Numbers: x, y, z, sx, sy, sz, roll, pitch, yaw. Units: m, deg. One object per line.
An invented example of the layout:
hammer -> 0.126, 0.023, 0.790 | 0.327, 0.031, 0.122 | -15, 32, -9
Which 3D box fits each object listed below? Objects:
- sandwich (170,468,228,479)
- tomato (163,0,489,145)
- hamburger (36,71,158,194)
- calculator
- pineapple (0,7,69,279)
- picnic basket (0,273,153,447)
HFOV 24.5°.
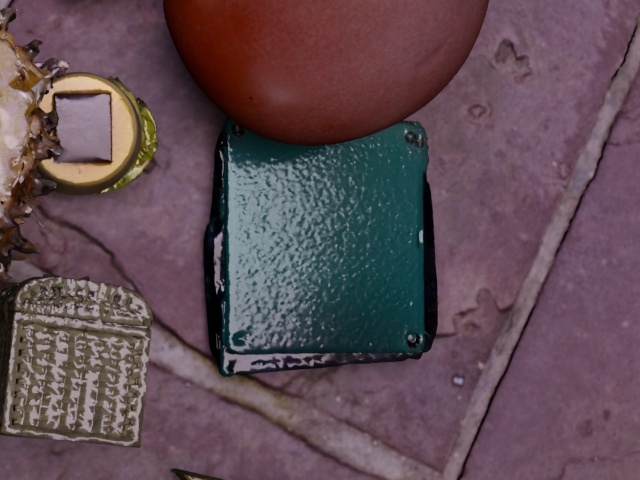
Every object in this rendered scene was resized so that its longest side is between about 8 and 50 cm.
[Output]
sandwich -> -0.083, 0.251, 1.507 | 0.074, 0.074, 0.116 | -45, 101, -15
tomato -> 0.015, -0.257, 1.443 | 0.321, 0.321, 0.321 | 1, 87, -20
hamburger -> -0.233, -0.107, 1.469 | 0.141, 0.081, 0.127 | -18, 91, -12
calculator -> 0.000, 0.000, 1.560 | 0.248, 0.058, 0.274 | -2, 87, -21
pineapple -> -0.388, -0.079, 1.286 | 0.352, 0.300, 0.352 | 2, 81, -10
picnic basket -> -0.244, 0.108, 1.391 | 0.134, 0.196, 0.154 | 9, 83, -19
